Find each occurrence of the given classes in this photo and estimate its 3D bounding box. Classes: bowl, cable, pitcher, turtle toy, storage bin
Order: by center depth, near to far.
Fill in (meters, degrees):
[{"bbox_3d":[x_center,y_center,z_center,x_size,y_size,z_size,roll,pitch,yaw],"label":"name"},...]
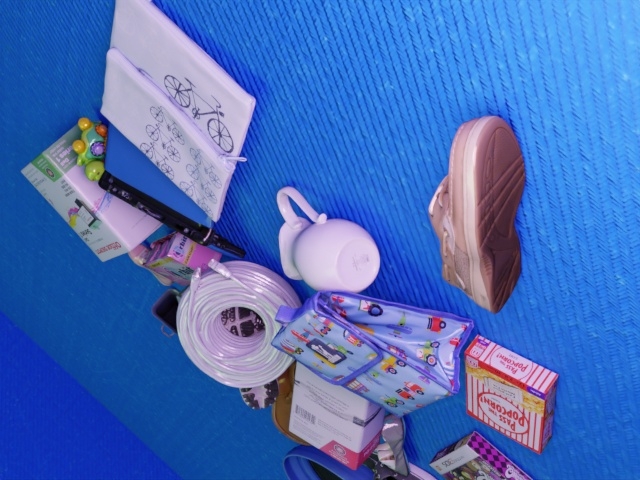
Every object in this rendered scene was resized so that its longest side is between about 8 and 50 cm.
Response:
[{"bbox_3d":[0.000,0.000,1.507,0.207,0.125,0.178,16,131,60],"label":"pitcher"},{"bbox_3d":[-0.160,0.167,1.828,0.257,0.089,0.257,25,115,-5],"label":"cable"},{"bbox_3d":[-0.453,-0.181,1.843,0.066,0.130,0.095,7,163,5],"label":"turtle toy"},{"bbox_3d":[-0.344,0.200,2.253,0.135,0.098,0.091,37,162,12],"label":"storage bin"},{"bbox_3d":[0.076,0.656,2.343,0.391,0.077,0.391,31,150,21],"label":"bowl"}]

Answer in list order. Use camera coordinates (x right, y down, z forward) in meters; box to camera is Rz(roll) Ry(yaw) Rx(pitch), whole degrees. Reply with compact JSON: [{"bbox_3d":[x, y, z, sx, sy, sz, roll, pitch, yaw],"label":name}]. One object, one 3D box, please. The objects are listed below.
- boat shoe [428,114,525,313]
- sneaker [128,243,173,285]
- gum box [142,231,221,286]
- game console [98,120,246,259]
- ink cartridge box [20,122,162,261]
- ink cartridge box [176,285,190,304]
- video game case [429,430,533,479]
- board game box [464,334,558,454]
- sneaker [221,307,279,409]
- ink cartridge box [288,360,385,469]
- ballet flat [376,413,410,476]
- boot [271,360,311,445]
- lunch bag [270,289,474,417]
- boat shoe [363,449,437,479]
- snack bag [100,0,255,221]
[{"bbox_3d":[0.192,-0.031,1.198,0.110,0.122,0.341,25,148,29],"label":"boat shoe"},{"bbox_3d":[-0.387,0.046,2.134,0.134,0.051,0.070,42,151,-4],"label":"sneaker"},{"bbox_3d":[-0.299,0.041,1.955,0.107,0.062,0.188,29,160,-21],"label":"gum box"},{"bbox_3d":[-0.274,-0.113,1.790,0.293,0.173,0.250,29,180,26],"label":"game console"},{"bbox_3d":[-0.498,-0.099,2.004,0.278,0.117,0.201,51,151,-15],"label":"ink cartridge box"},{"bbox_3d":[-0.228,0.187,2.105,0.209,0.062,0.109,27,147,27],"label":"ink cartridge box"},{"bbox_3d":[0.344,0.482,1.793,0.232,0.042,0.210,41,153,5],"label":"video game case"},{"bbox_3d":[0.314,0.257,1.516,0.146,0.045,0.193,26,148,30],"label":"board game box"},{"bbox_3d":[-0.165,0.226,1.973,0.118,0.107,0.279,-151,53,-71],"label":"sneaker"},{"bbox_3d":[0.039,0.309,1.816,0.172,0.100,0.237,26,129,25],"label":"ink cartridge box"},{"bbox_3d":[0.149,0.438,1.948,0.213,0.068,0.072,80,171,-45],"label":"ballet flat"},{"bbox_3d":[-0.019,0.363,2.058,0.220,0.109,0.283,-4,120,49],"label":"boot"},{"bbox_3d":[0.066,0.165,1.515,0.293,0.138,0.221,23,154,-11],"label":"lunch bag"},{"bbox_3d":[0.160,0.533,2.063,0.228,0.076,0.080,22,146,34],"label":"boat shoe"},{"bbox_3d":[-0.249,-0.225,1.532,0.323,0.037,0.342,45,147,10],"label":"snack bag"}]
